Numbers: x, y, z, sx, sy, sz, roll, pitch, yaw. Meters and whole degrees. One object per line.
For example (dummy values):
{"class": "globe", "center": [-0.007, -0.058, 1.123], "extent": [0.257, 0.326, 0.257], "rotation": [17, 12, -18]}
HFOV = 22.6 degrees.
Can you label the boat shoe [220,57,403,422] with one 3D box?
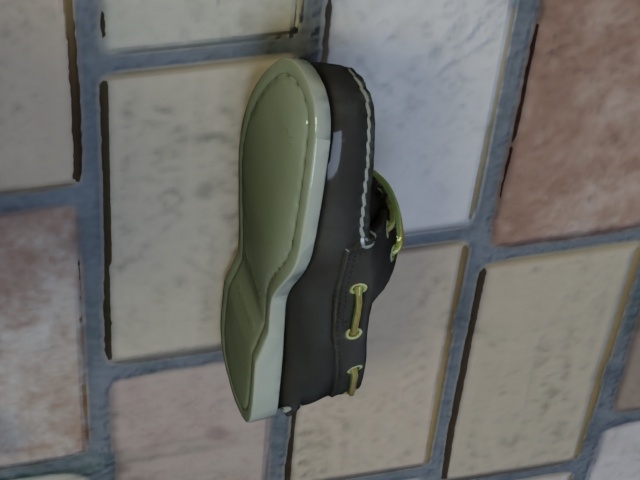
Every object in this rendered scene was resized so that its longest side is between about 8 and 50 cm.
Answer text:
{"class": "boat shoe", "center": [0.000, 0.000, 0.743], "extent": [0.069, 0.081, 0.227], "rotation": [-8, 143, -17]}
